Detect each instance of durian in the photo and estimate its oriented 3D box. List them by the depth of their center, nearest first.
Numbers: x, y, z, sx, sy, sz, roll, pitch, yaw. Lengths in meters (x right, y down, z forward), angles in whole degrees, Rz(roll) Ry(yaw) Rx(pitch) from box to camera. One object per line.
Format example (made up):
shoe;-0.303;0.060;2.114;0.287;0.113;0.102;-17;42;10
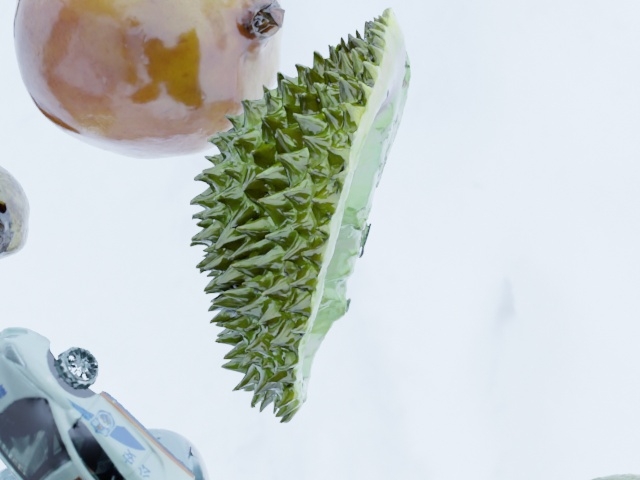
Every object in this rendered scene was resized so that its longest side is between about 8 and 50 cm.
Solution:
durian;-0.008;0.005;1.098;0.169;0.157;0.355;-16;137;-32

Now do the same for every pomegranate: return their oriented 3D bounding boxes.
pomegranate;-0.152;-0.206;1.300;0.264;0.264;0.264;-6;131;-6

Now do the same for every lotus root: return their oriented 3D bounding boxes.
lotus root;-0.388;-0.047;1.509;0.097;0.258;0.110;-42;126;-20

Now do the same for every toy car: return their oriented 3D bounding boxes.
toy car;-0.135;0.138;0.828;0.205;0.056;0.095;45;129;-8

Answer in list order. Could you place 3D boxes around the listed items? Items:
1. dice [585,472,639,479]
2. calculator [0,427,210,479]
dice;0.208;0.313;0.928;0.233;0.238;0.227;-24;134;7
calculator;-0.174;0.195;1.036;0.185;0.299;0.041;-14;102;-7
